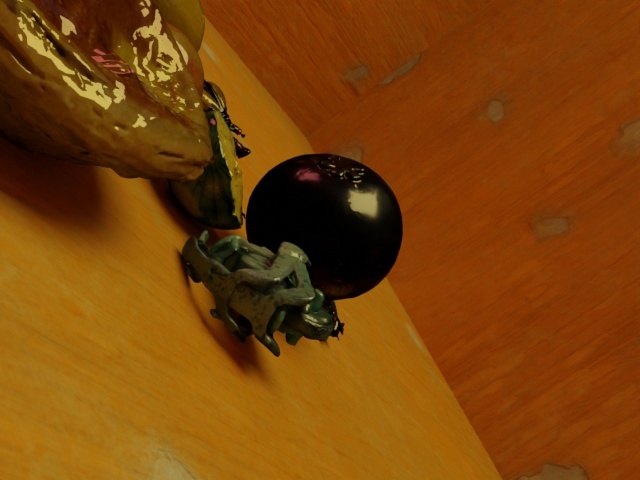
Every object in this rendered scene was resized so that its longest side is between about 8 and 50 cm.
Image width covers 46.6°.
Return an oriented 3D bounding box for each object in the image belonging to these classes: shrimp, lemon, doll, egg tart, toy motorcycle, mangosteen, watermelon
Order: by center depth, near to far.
[{"bbox_3d":[-0.315,-0.227,0.875,0.443,0.178,0.443,48,18,-21],"label":"egg tart"},{"bbox_3d":[-0.099,0.065,1.122,0.206,0.154,0.260,20,14,-39],"label":"toy motorcycle"},{"bbox_3d":[-0.195,-0.113,1.265,0.232,0.127,0.204,-114,-169,-81],"label":"watermelon"},{"bbox_3d":[-0.003,-0.005,1.363,0.297,0.313,0.297,25,4,-2],"label":"mangosteen"},{"bbox_3d":[-0.336,-0.422,1.381,0.263,0.236,0.236,40,16,-36],"label":"lemon"},{"bbox_3d":[-0.037,0.089,1.609,0.222,0.054,0.290,49,7,-41],"label":"shrimp"},{"bbox_3d":[-0.261,-0.309,1.825,0.248,0.088,0.127,60,9,8],"label":"doll"}]

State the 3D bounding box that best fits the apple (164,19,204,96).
[{"bbox_3d":[-0.279,-0.249,1.151,0.196,0.196,0.196,53,9,-12],"label":"apple"}]
